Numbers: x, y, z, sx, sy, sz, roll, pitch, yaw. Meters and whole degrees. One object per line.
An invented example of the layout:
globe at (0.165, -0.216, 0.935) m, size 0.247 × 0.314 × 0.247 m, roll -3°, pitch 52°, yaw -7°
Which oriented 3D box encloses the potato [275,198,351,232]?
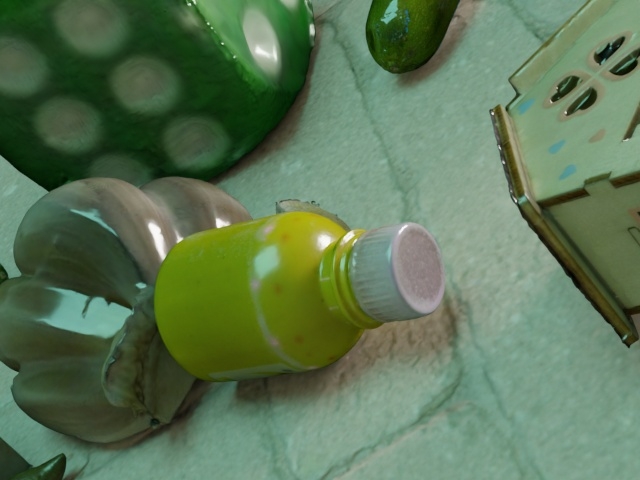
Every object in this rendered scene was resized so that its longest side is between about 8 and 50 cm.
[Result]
potato at (0.000, 0.000, 1.086) m, size 0.037 × 0.036 × 0.093 m, roll -16°, pitch 38°, yaw -33°

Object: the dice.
dice at (-0.195, -0.230, 1.333) m, size 0.287 × 0.297 × 0.300 m, roll -19°, pitch 37°, yaw 26°

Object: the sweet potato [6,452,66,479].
sweet potato at (-0.267, 0.234, 1.069) m, size 0.153 × 0.038 × 0.041 m, roll -50°, pitch 9°, yaw -11°

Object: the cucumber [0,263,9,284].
cucumber at (-0.445, 0.072, 1.434) m, size 0.241 × 0.074 × 0.074 m, roll -22°, pitch 35°, yaw 26°

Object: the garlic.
garlic at (-0.170, 0.056, 1.125) m, size 0.292 × 0.210 × 0.237 m, roll 22°, pitch 101°, yaw 52°

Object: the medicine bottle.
medicine bottle at (-0.012, 0.037, 0.959) m, size 0.212 × 0.122 × 0.122 m, roll -12°, pitch 41°, yaw 38°

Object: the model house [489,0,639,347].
model house at (0.229, -0.055, 0.797) m, size 0.244 × 0.169 × 0.326 m, roll -15°, pitch 37°, yaw 47°

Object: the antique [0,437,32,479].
antique at (-0.370, 0.205, 1.110) m, size 0.146 × 0.148 × 0.152 m, roll 1°, pitch 47°, yaw 45°

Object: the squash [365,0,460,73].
squash at (0.122, -0.290, 1.271) m, size 0.087 × 0.087 × 0.331 m, roll -8°, pitch 41°, yaw 42°
